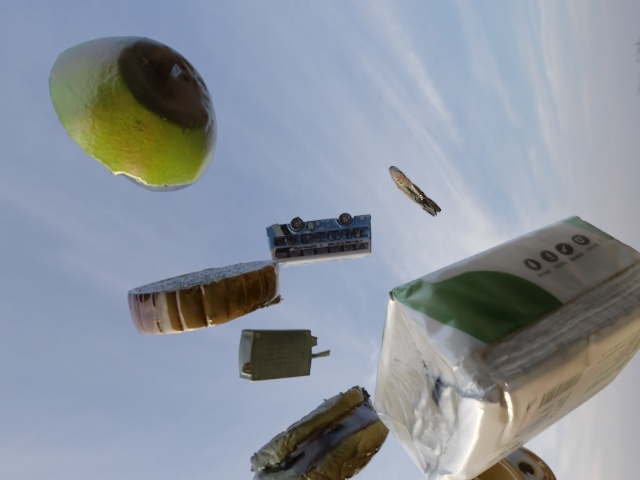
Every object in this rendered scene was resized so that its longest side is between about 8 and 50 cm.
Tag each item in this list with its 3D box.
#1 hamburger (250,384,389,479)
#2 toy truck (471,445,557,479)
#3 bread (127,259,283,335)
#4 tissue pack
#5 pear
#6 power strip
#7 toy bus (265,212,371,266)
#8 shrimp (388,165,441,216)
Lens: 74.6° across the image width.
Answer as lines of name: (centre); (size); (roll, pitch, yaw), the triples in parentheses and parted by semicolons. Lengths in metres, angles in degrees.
hamburger: (0.001, 0.397, 0.807); (0.266, 0.134, 0.284); (-31, -17, -21)
toy truck: (0.394, 0.590, 0.947); (0.288, 0.204, 0.211); (-52, -53, -10)
bread: (-0.178, 0.086, 0.667); (0.236, 0.236, 0.069); (-14, -85, -52)
tissue pack: (0.264, 0.150, 0.592); (0.357, 0.194, 0.265); (-19, -48, -23)
pear: (-0.372, -0.316, 0.942); (0.399, 0.165, 0.398); (36, -144, -32)
power strip: (-0.050, 0.175, 0.655); (0.175, 0.042, 0.075); (10, -104, -37)
toy bus: (0.000, 0.000, 1.201); (0.106, 0.298, 0.130); (72, -167, -78)
shrimp: (0.241, -0.131, 1.083); (0.041, 0.180, 0.099); (-42, -16, -1)
